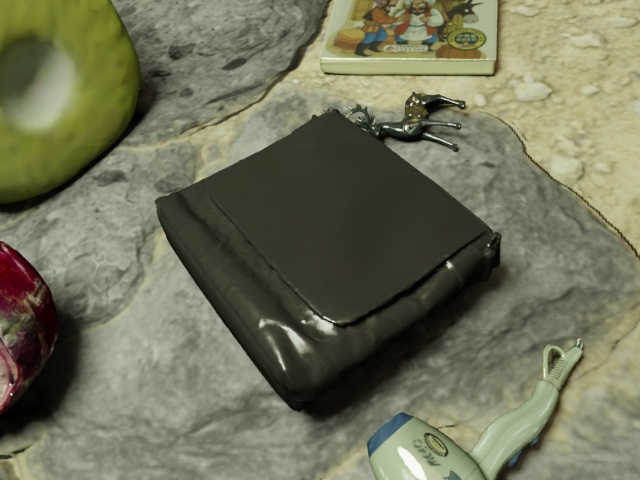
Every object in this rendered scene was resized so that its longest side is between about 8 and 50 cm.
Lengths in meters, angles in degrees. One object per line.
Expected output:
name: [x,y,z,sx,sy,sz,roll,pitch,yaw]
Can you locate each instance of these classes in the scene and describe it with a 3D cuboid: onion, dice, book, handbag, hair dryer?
onion: [-0.322,0.046,0.445,0.195,0.218,0.140,-15,33,5]
dice: [-0.361,-0.199,0.622,0.233,0.227,0.238,28,65,28]
book: [0.119,-0.304,0.730,0.202,0.027,0.264,4,56,14]
handbag: [0.000,0.000,0.511,0.223,0.080,0.247,-30,53,-20]
hair dryer: [0.148,0.168,0.390,0.199,0.067,0.167,-18,62,-21]

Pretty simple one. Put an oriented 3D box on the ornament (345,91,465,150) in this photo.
ornament: [0.088,-0.132,0.615,0.125,0.028,0.073,7,57,13]
